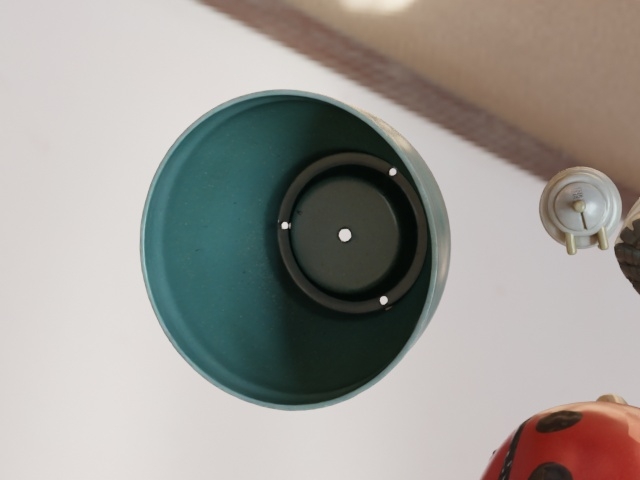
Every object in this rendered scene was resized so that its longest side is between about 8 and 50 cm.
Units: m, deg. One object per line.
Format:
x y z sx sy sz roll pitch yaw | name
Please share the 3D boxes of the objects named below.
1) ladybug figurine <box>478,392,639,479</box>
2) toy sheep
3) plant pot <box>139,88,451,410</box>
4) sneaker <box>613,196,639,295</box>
0.228 0.335 1.625 0.162 0.449 0.305 31 142 -14 | ladybug figurine
0.261 -0.031 1.629 0.091 0.091 0.132 5 180 4 | toy sheep
0.000 0.000 1.558 0.293 0.293 0.196 -1 -174 21 | plant pot
0.327 0.041 1.239 0.107 0.118 0.279 4 140 42 | sneaker
